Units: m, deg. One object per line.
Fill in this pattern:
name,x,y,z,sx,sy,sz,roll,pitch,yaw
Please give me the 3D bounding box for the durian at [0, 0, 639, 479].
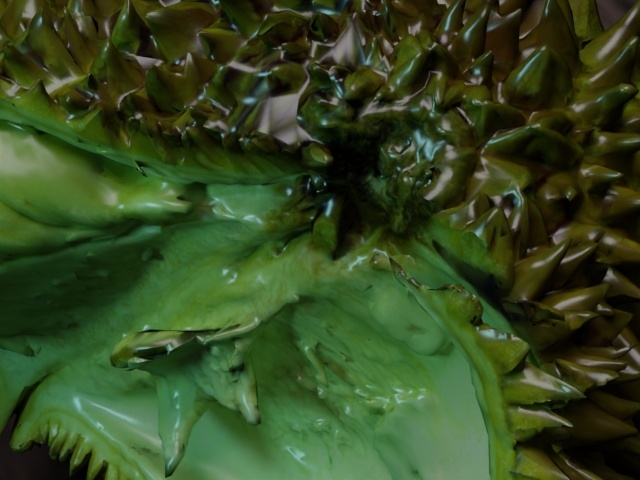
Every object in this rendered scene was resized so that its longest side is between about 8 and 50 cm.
durian,-0.002,-0.002,0.474,0.237,0.200,0.176,24,55,34
